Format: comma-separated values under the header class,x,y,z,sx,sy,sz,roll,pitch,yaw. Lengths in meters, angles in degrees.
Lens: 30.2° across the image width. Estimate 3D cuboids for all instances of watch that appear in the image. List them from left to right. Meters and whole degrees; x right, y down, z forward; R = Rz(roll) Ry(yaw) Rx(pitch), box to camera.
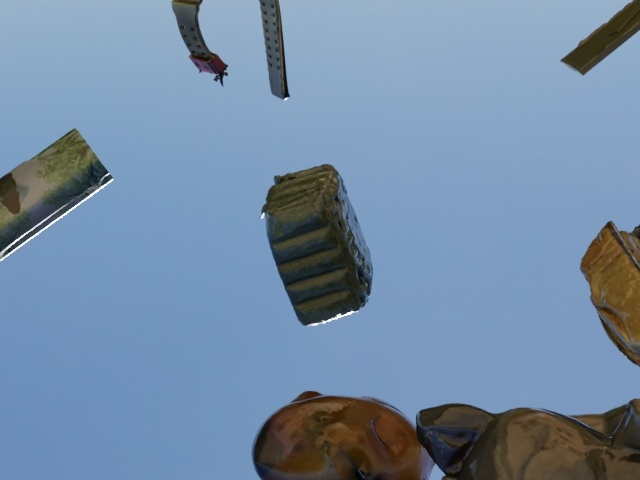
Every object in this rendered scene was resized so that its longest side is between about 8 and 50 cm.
class,x,y,z,sx,sy,sz,roll,pitch,yaw
watch,-0.129,-0.311,1.750,0.165,0.268,0.102,-31,-145,-34

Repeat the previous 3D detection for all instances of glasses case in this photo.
class,x,y,z,sx,sy,sz,roll,pitch,yaw
glasses case,-0.440,-0.051,1.712,0.272,0.062,0.095,-37,-122,-7

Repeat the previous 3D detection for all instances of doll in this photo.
class,x,y,z,sx,sy,sz,roll,pitch,yaw
doll,0.314,0.313,1.447,0.383,0.252,0.379,3,173,18

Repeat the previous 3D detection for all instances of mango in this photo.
class,x,y,z,sx,sy,sz,roll,pitch,yaw
mango,0.037,0.287,1.554,0.153,0.201,0.287,-38,147,25

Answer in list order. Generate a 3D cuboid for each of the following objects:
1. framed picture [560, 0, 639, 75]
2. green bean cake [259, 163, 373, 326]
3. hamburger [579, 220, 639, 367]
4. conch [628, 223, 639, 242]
class,x,y,z,sx,sy,sz,roll,pitch,yaw
framed picture,0.616,-0.441,2.406,0.281,0.019,0.209,-39,-168,11
green bean cake,0.000,0.000,1.856,0.125,0.222,0.227,-20,-164,11
hamburger,0.501,0.106,1.855,0.124,0.131,0.262,24,-149,-42
conch,0.679,0.055,2.325,0.241,0.186,0.313,-23,-165,36
